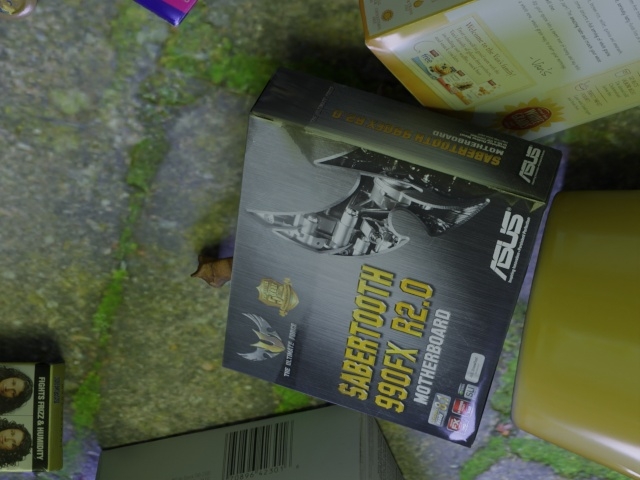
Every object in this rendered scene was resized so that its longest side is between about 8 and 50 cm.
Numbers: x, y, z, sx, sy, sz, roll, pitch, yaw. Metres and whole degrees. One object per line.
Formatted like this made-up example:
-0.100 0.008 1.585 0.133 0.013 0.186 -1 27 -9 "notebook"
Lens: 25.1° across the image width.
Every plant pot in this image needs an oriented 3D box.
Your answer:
0.257 0.067 0.939 0.239 0.254 0.254 12 135 11 "plant pot"

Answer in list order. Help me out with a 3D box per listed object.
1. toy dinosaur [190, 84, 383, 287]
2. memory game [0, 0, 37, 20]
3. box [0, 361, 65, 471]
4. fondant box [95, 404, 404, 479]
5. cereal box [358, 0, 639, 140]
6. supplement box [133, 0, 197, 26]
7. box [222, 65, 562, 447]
0.000 0.000 0.989 0.211 0.064 0.112 -34 123 28 "toy dinosaur"
-0.255 -0.183 0.853 0.186 0.012 0.186 0 134 0 "memory game"
-0.315 0.134 1.099 0.232 0.087 0.058 1 174 2 "box"
-0.026 0.293 1.249 0.238 0.096 0.330 -13 131 13 "fondant box"
0.164 -0.132 0.824 0.240 0.047 0.173 -18 152 21 "cereal box"
-0.055 -0.237 0.728 0.114 0.111 0.220 29 127 -23 "supplement box"
0.037 0.017 0.915 0.183 0.056 0.231 17 134 7 "box"
